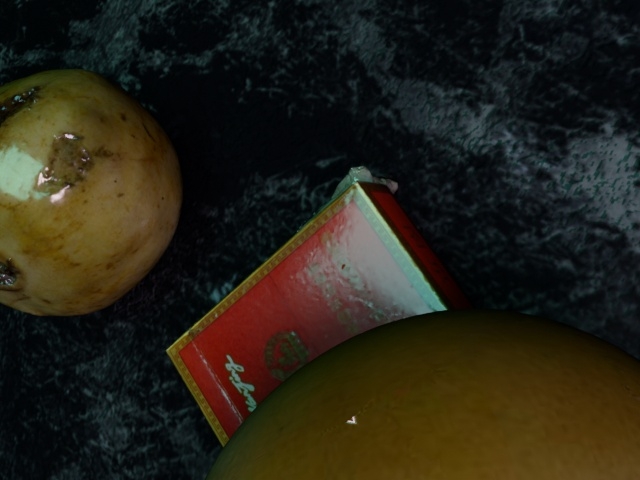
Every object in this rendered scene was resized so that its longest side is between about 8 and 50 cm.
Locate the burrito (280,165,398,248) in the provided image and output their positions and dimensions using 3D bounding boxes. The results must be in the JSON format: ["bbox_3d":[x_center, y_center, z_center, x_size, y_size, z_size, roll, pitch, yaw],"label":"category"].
[{"bbox_3d":[0.000,0.001,0.787,0.171,0.051,0.042,-46,35,21],"label":"burrito"}]

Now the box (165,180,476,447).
[{"bbox_3d":[-0.001,0.083,0.727,0.240,0.074,0.153,-41,76,21],"label":"box"}]

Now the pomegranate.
[{"bbox_3d":[-0.270,-0.048,0.904,0.260,0.260,0.260,-13,68,35],"label":"pomegranate"}]

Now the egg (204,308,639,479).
[{"bbox_3d":[0.070,0.192,0.519,0.351,0.282,0.283,-37,56,26],"label":"egg"}]
